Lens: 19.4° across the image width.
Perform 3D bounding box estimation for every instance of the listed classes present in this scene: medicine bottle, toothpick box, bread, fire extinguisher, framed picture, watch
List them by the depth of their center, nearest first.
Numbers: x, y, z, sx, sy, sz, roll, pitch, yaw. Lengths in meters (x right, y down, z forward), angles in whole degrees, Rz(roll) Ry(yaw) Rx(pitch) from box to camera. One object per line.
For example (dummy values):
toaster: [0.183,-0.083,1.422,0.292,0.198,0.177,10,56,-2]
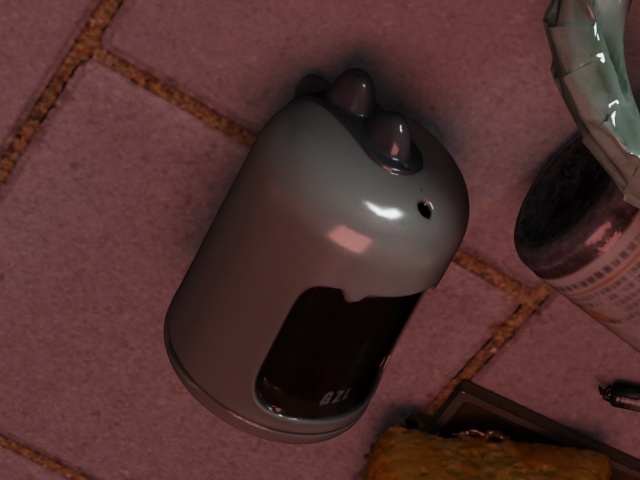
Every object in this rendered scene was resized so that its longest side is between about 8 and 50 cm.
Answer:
watch: [0.297,-0.144,1.506,0.241,0.162,0.253,18,89,-1]
medicine bottle: [0.319,0.027,1.670,0.273,0.165,0.165,37,124,-19]
toothpick box: [0.000,0.000,1.679,0.229,0.229,0.316,21,126,-9]
fire extinguisher: [0.313,0.159,1.865,0.083,0.025,0.038,12,152,-2]
bread: [0.163,0.290,1.885,0.261,0.147,0.160,10,131,2]
framed picture: [0.172,0.296,1.994,0.232,0.024,0.315,26,126,-12]
